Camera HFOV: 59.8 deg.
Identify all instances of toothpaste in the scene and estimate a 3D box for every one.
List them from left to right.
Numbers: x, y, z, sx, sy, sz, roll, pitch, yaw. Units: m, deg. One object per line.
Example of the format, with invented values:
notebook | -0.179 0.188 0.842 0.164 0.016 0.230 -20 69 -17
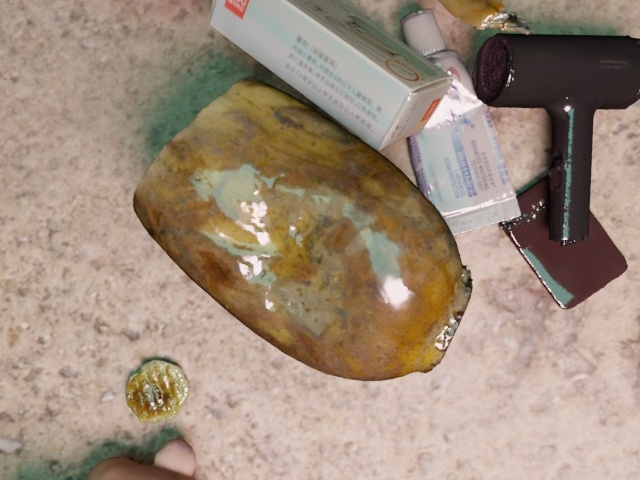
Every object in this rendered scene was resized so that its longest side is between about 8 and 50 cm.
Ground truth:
toothpaste | 0.157 -0.149 0.700 0.099 0.068 0.283 -17 89 45

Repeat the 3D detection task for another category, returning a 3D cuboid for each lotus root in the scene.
lotus root | 0.000 0.000 0.609 0.346 0.250 0.250 35 89 9

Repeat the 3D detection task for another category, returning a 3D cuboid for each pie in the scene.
pie | -0.208 0.194 0.713 0.084 0.020 0.084 0 88 2

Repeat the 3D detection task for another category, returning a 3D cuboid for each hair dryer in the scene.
hair dryer | 0.291 -0.119 0.659 0.197 0.089 0.251 -2 89 -15

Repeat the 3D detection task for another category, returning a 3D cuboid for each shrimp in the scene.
shrimp | 0.199 -0.372 0.676 0.185 0.068 0.287 13 67 29

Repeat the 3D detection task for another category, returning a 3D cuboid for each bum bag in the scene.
bum bag | 0.306 -0.001 0.705 0.109 0.026 0.159 -35 87 -1

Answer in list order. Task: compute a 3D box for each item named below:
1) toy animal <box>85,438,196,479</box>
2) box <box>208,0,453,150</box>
toy animal | -0.233 0.356 0.605 0.229 0.221 0.210 -8 91 2
box | 0.010 -0.220 0.643 0.269 0.135 0.079 40 126 14
